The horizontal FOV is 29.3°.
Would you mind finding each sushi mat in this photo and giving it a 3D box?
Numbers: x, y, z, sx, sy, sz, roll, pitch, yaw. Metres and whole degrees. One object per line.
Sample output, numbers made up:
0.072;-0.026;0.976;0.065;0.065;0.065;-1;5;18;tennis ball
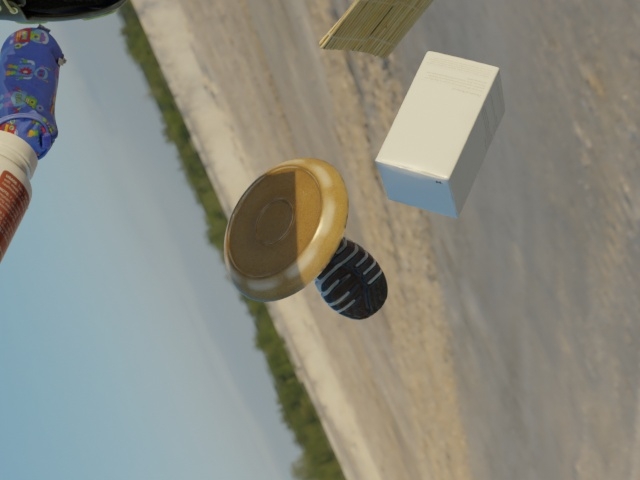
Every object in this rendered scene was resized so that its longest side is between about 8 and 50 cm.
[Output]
0.136;-0.366;1.636;0.151;0.316;0.019;1;-132;-49;sushi mat

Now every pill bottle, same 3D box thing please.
-0.468;-0.044;1.674;0.121;0.121;0.216;70;-152;-45;pill bottle

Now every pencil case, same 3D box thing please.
-0.576;-0.292;2.422;0.119;0.133;0.306;99;169;-46;pencil case

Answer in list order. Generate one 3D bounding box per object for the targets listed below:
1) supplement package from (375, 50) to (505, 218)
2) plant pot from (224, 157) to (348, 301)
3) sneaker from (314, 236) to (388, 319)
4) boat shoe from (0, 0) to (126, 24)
0.160;-0.139;1.604;0.105;0.179;0.105;17;157;21;supplement package
-0.061;-0.024;1.829;0.032;0.236;0.236;34;-159;-43;plant pot
0.000;0.000;1.984;0.281;0.106;0.162;48;-173;-36;sneaker
-0.414;-0.354;1.694;0.091;0.305;0.109;-146;55;-60;boat shoe
